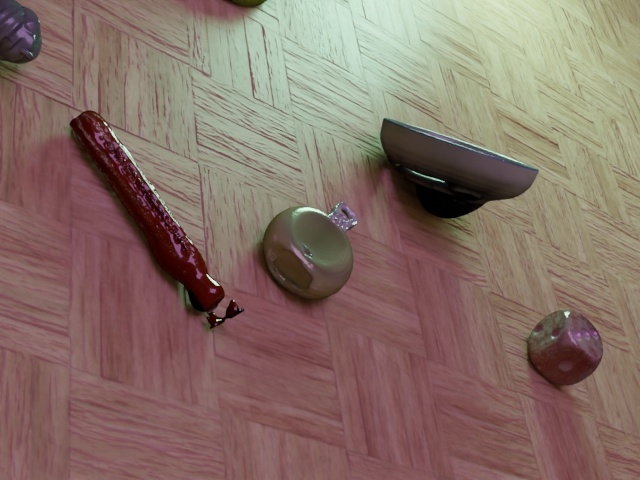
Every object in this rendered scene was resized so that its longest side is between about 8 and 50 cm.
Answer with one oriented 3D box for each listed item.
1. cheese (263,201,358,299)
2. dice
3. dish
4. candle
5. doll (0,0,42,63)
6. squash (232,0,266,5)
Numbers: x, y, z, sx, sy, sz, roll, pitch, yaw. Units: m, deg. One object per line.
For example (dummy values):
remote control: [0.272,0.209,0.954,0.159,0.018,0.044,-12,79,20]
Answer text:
cheese: [0.000,0.000,1.628,0.137,0.064,0.227,50,32,-3]
dice: [0.407,0.178,1.894,0.093,0.094,0.091,39,34,-18]
dish: [0.215,-0.103,1.916,0.273,0.133,0.273,18,7,-2]
candle: [-0.212,-0.030,1.427,0.329,0.048,0.051,54,20,8]
doll: [-0.398,-0.279,1.437,0.180,0.079,0.094,56,7,34]
squash: [-0.157,-0.515,1.939,0.252,0.049,0.252,33,43,-36]
